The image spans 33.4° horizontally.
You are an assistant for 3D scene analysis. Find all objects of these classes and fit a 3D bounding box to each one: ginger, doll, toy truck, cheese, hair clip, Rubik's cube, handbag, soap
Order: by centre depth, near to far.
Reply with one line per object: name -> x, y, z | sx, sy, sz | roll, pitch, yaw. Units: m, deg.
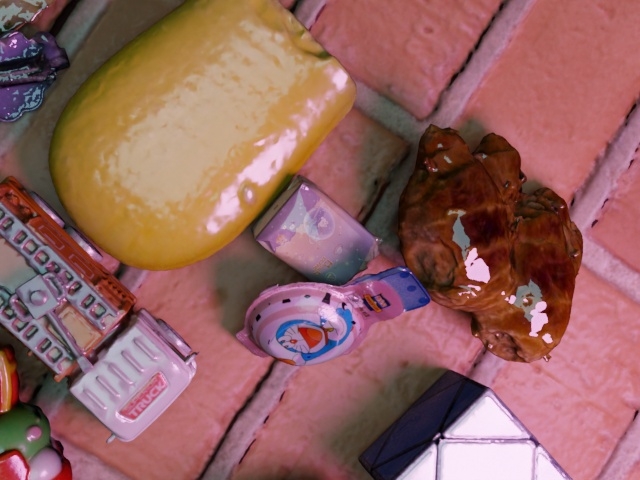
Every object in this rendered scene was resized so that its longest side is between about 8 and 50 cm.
toy truck -> -0.343, 0.100, 1.441 | 0.387, 0.207, 0.173 | 45, 84, -8
doll -> -0.428, 0.309, 1.445 | 0.160, 0.182, 0.363 | -26, 98, -14
hair clip -> -0.448, -0.227, 1.494 | 0.195, 0.052, 0.124 | -16, 103, -11
soap -> -0.178, -0.157, 1.513 | 0.427, 0.115, 0.306 | -43, 101, -6
cheese -> 0.013, 0.106, 1.514 | 0.286, 0.074, 0.189 | -20, 135, 20
Rubik's cube -> 0.206, 0.334, 1.527 | 0.205, 0.205, 0.207 | -41, 95, -6
handbag -> 0.000, 0.000, 1.536 | 0.173, 0.095, 0.117 | 38, 101, -20
ginger -> 0.251, -0.010, 1.537 | 0.357, 0.152, 0.274 | 40, 69, -15

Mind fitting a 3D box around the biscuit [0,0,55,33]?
biscuit -> -0.444, -0.417, 1.510 | 0.187, 0.036, 0.274 | 3, 90, -8
